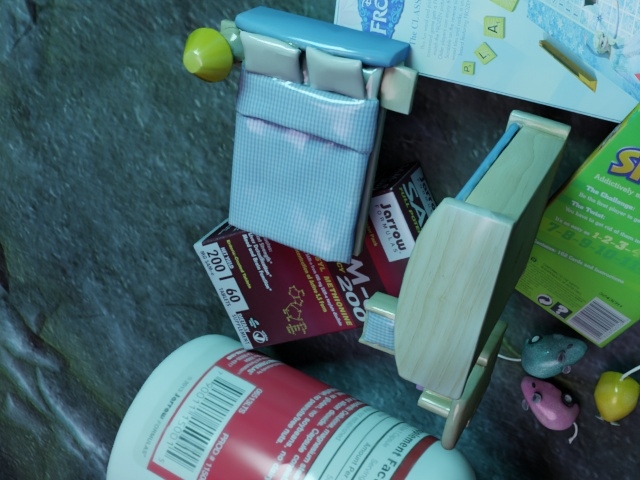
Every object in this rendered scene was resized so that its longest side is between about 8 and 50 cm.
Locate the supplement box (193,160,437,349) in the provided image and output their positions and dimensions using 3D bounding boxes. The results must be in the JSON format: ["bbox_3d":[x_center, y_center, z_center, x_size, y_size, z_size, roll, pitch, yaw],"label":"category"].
[{"bbox_3d":[0.006,0.021,0.881,0.240,0.073,0.130,-16,107,33],"label":"supplement box"}]

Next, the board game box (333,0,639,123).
[{"bbox_3d":[0.174,-0.257,0.640,0.318,0.066,0.318,19,123,19],"label":"board game box"}]

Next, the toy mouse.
[{"bbox_3d":[0.218,0.136,0.833,0.143,0.031,0.161,22,139,17],"label":"toy mouse"}]

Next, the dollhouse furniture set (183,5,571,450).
[{"bbox_3d":[0.000,0.000,0.705,0.304,0.198,0.286,20,121,17],"label":"dollhouse furniture set"}]

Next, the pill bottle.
[{"bbox_3d":[0.008,0.273,0.902,0.408,0.229,0.229,23,125,22],"label":"pill bottle"}]

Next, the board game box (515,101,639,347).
[{"bbox_3d":[0.246,-0.012,0.706,0.124,0.039,0.259,35,146,3],"label":"board game box"}]
